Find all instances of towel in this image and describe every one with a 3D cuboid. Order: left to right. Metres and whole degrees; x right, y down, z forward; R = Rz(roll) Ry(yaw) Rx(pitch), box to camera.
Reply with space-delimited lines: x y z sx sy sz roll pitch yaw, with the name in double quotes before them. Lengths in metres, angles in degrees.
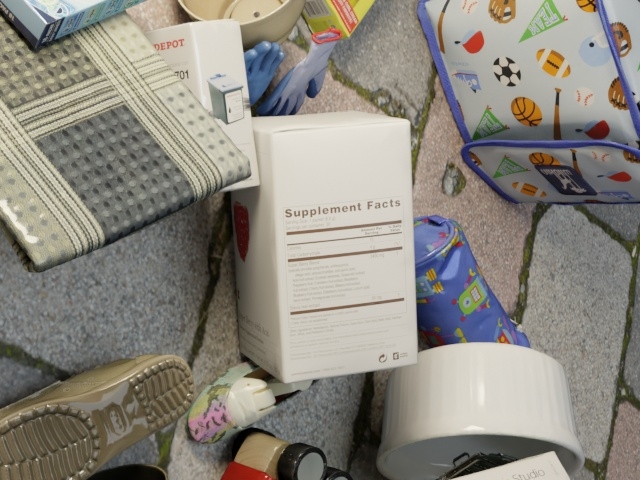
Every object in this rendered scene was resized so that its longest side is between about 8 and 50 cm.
"towel" -0.270 -0.137 1.463 0.312 0.056 0.324 -29 77 -44

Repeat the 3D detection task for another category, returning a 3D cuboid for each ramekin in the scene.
"ramekin" 0.213 0.242 1.940 0.277 0.277 0.135 31 51 -44

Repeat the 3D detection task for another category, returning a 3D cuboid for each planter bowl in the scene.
"planter bowl" -0.085 -0.294 1.729 0.109 0.162 0.162 67 37 -60

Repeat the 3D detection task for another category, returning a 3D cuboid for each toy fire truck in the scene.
"toy fire truck" -0.044 0.384 1.737 0.217 0.158 0.246 46 66 -38

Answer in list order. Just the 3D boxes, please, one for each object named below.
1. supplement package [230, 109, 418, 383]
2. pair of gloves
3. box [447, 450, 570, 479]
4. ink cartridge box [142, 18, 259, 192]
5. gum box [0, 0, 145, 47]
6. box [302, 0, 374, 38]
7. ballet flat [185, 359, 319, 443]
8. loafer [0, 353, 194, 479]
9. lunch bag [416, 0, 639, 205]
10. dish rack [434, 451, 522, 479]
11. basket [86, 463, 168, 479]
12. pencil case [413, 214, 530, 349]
"supplement package" 0.000 0.000 1.711 0.175 0.177 0.293 -6 100 -20
"pair of gloves" -0.062 -0.192 1.758 0.198 0.159 0.023 -17 60 -44
"box" 0.176 0.410 1.840 0.232 0.058 0.322 -12 137 -19
"ink cartridge box" -0.152 -0.147 1.635 0.082 0.139 0.191 -14 97 -46
"gum box" -0.279 -0.296 1.511 0.157 0.041 0.184 47 45 9
"box" 0.049 -0.373 1.949 0.232 0.058 0.087 -56 128 -35
"ballet flat" -0.069 0.182 1.758 0.221 0.079 0.077 -28 109 -47
"loafer" -0.261 0.196 1.528 0.268 0.092 0.102 -20 102 -32
"lunch bag" 0.361 -0.223 2.100 0.239 0.327 0.385 -40 119 -38
"dish rack" 0.178 0.382 1.916 0.208 0.271 0.074 28 32 -46
"basket" -0.221 0.384 1.517 0.204 0.154 0.227 -31 114 -45
"pencil case" 0.198 0.095 2.044 0.133 0.119 0.306 -45 123 -15
